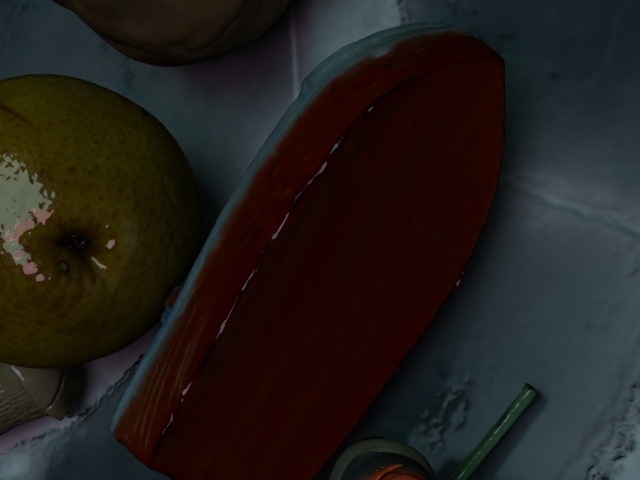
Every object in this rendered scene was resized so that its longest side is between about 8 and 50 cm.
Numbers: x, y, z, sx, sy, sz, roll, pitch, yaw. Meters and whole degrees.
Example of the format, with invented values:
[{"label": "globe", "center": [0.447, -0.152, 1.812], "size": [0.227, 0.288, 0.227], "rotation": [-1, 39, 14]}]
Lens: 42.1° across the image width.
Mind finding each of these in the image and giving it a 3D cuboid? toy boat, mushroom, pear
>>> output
[{"label": "toy boat", "center": [0.000, 0.000, 0.527], "size": [0.332, 0.145, 0.133], "rotation": [-56, 30, -1]}, {"label": "mushroom", "center": [-0.290, 0.128, 0.659], "size": [0.223, 0.092, 0.081], "rotation": [-14, 110, 27]}, {"label": "pear", "center": [-0.182, -0.010, 0.577], "size": [0.208, 0.209, 0.209], "rotation": [-10, 68, 25]}]

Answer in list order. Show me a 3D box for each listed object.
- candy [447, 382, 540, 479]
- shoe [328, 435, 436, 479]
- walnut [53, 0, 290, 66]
[{"label": "candy", "center": [0.042, 0.187, 0.482], "size": [0.077, 0.073, 0.262], "rotation": [40, 86, 14]}, {"label": "shoe", "center": [0.023, 0.197, 0.412], "size": [0.074, 0.077, 0.195], "rotation": [10, 79, -3]}, {"label": "walnut", "center": [-0.115, -0.292, 0.614], "size": [0.285, 0.285, 0.296], "rotation": [53, 136, 31]}]
